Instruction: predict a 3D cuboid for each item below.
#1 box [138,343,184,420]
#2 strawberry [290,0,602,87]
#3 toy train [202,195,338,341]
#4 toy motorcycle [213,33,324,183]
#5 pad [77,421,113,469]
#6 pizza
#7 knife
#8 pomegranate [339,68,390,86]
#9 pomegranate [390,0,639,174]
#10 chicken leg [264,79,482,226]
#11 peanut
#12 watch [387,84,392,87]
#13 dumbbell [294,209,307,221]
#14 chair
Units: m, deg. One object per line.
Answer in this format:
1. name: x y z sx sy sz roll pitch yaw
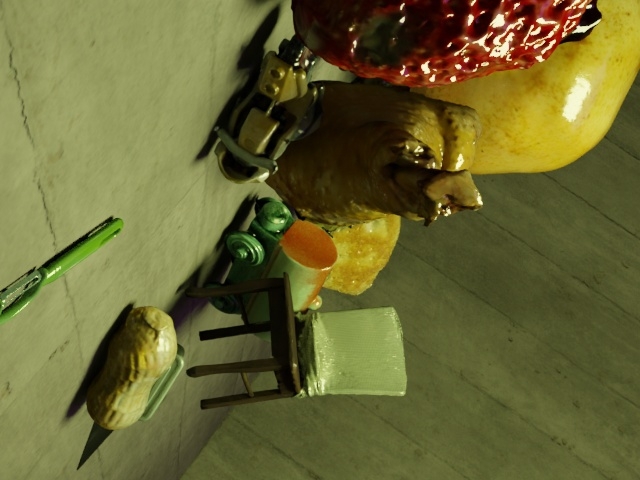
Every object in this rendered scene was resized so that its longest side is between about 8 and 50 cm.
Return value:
1. box: -0.249 0.186 1.653 0.122 0.084 0.069 -56 -177 10
2. strawberry: 0.135 -0.303 1.230 0.310 0.291 0.292 -11 138 -54
3. toy train: -0.073 0.055 1.823 0.116 0.177 0.285 -52 174 -38
4. toy motorcycle: -0.057 -0.144 1.330 0.130 0.094 0.229 -50 172 -35
5. pad: -0.332 0.280 1.827 0.116 0.004 0.193 -48 171 -44
6. pizza: 0.000 0.000 2.008 0.287 0.075 0.280 0 142 -24
7. knife: -0.254 0.031 1.126 0.054 0.015 0.212 -60 172 34
8. pomegranate: 0.151 -0.319 1.505 0.306 0.242 0.242 -38 170 -9
9. pomegranate: 0.294 -0.301 1.788 0.417 0.416 0.417 -54 173 -10
10. chicken leg: 0.102 -0.108 1.433 0.409 0.295 0.182 -157 -121 -63
11. peanut: -0.249 0.171 1.536 0.207 0.087 0.087 -61 172 31
12. watch: 0.129 -0.201 1.957 0.068 0.195 0.237 -53 -171 44
13. dumbbell: 0.042 -0.114 2.041 0.140 0.124 0.225 -52 172 -36
14. chair: -0.032 0.153 1.729 0.186 0.319 0.160 83 1 -60
